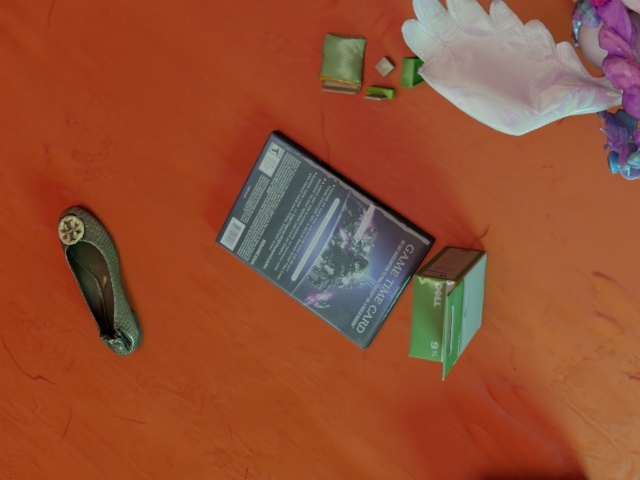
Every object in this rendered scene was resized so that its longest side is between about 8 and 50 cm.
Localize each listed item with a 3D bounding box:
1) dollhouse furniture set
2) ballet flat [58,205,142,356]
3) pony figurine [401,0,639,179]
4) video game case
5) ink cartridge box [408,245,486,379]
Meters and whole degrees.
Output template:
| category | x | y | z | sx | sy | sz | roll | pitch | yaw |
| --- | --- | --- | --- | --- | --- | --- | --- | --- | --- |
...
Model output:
| category | x | y | z | sx | sy | sz | roll | pitch | yaw |
| --- | --- | --- | --- | --- | --- | --- | --- | --- | --- |
| dollhouse furniture set | 0.058 | -0.224 | 1.304 | 0.151 | 0.058 | 0.076 | 11 | 108 | 21 |
| ballet flat | -0.351 | 0.066 | 1.564 | 0.084 | 0.058 | 0.250 | -17 | 96 | 26 |
| pony figurine | 0.312 | -0.203 | 1.025 | 0.351 | 0.363 | 0.303 | 47 | 117 | 7 |
| video game case | 0.000 | 0.000 | 1.410 | 0.274 | 0.026 | 0.196 | 35 | 115 | 11 |
| ink cartridge box | 0.155 | 0.086 | 1.258 | 0.062 | 0.209 | 0.109 | 8 | 106 | 20 |
